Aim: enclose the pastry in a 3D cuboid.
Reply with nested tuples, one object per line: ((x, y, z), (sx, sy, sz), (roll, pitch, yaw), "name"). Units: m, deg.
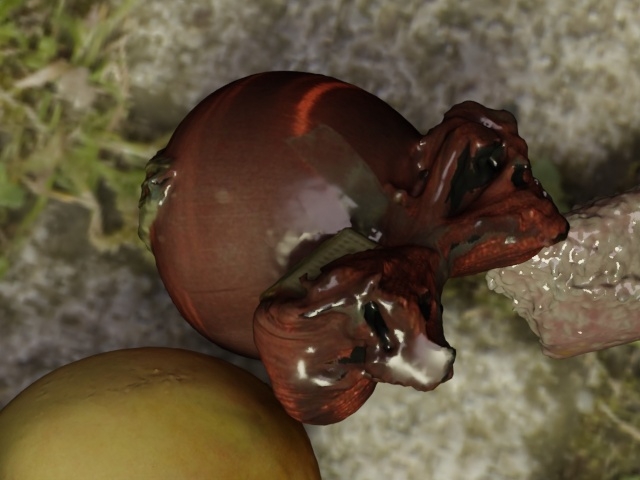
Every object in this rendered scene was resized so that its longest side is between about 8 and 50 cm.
((0.218, -0.010, 0.762), (0.265, 0.103, 0.112), (-28, 91, -4), "pastry")

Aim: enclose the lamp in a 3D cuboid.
((-0.008, -0.009, 0.691), (0.151, 0.223, 0.215), (55, 50, -12), "lamp")

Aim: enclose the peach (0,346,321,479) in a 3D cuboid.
((-0.083, 0.136, 0.690), (0.184, 0.184, 0.184), (0, 82, -2), "peach")
